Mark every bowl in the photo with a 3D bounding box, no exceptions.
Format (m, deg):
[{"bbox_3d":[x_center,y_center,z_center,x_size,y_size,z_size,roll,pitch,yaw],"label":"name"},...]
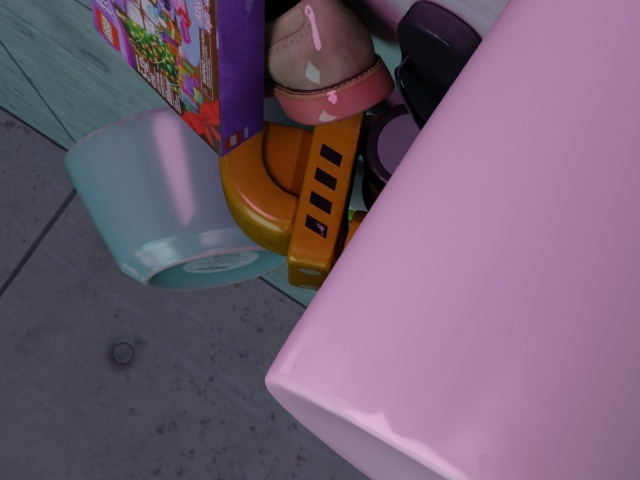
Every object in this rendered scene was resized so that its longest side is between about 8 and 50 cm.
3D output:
[{"bbox_3d":[-0.134,-0.041,1.900,0.311,0.311,0.163,90,169,-76],"label":"bowl"}]

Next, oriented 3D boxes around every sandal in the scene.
[{"bbox_3d":[0.101,-0.136,1.463,0.097,0.054,0.254,32,170,19],"label":"sandal"}]

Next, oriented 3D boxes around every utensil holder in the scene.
[{"bbox_3d":[0.201,-0.007,0.765,0.327,0.385,0.327,35,170,7],"label":"utensil holder"}]

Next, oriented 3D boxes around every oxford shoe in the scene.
[{"bbox_3d":[-0.045,-0.205,1.558,0.348,0.123,0.130,20,137,59],"label":"oxford shoe"}]

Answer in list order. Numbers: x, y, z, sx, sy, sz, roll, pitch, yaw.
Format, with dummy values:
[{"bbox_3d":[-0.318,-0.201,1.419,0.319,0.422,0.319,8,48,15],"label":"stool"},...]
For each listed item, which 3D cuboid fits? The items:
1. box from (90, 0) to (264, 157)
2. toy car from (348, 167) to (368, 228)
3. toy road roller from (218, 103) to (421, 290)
[{"bbox_3d":[-0.133,-0.229,1.440,0.201,0.057,0.293,46,158,22],"label":"box"},{"bbox_3d":[0.069,-0.003,2.049,0.182,0.159,0.136,32,-154,17],"label":"toy car"},{"bbox_3d":[0.000,0.000,1.681,0.240,0.330,0.202,12,169,3],"label":"toy road roller"}]
